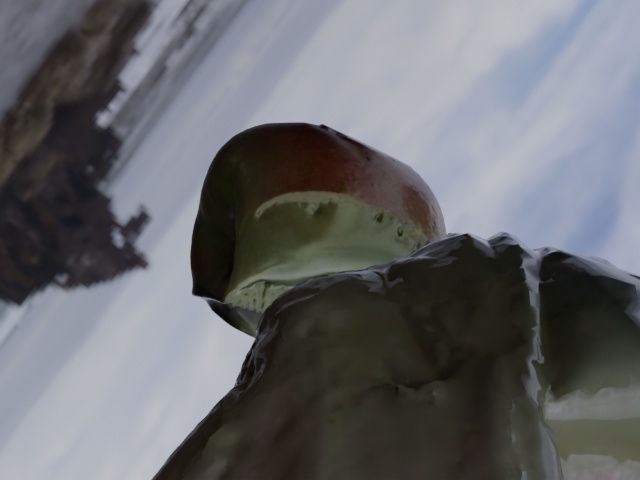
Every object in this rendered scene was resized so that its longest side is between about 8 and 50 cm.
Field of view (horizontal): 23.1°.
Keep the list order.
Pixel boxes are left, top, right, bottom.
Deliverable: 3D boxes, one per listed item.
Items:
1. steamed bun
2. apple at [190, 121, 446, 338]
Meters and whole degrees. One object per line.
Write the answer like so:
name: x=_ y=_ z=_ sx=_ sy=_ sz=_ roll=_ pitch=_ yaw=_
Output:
steamed bun: x=0.091 y=0.112 z=0.562 sx=0.268 sy=0.280 sz=0.207 roll=11 pitch=116 yaw=-55
apple: x=0.000 y=0.000 z=1.240 sx=0.207 sy=0.188 sz=0.173 roll=125 pitch=-36 yaw=-53
